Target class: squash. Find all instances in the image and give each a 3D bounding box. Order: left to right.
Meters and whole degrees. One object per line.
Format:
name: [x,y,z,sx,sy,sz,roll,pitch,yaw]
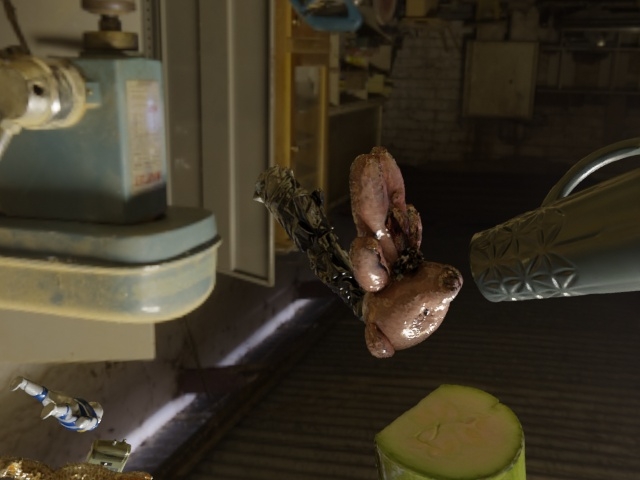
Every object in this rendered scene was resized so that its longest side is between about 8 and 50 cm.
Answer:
squash: [0.227,0.435,1.099,0.210,0.309,0.233,18,-148,41]

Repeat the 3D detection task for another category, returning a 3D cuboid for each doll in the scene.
doll: [-0.421,0.288,1.147,0.113,0.057,0.227,25,165,20]
doll: [0.127,0.014,1.000,0.156,0.304,0.201,3,-157,34]

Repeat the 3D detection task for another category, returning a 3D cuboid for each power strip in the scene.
power strip: [-0.432,0.448,1.368,0.076,0.169,0.028,15,-143,-20]

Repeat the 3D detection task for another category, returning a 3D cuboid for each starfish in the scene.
starfish: [-0.468,0.465,1.292,0.293,0.084,0.301,17,147,-24]

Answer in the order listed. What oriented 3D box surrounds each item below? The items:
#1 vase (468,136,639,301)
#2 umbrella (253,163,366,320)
vase: [0.340,-0.009,0.857,0.300,0.251,0.156,-19,138,41]
umbrella: [0.005,-0.003,1.346,0.113,0.106,0.358,-17,-115,-52]
